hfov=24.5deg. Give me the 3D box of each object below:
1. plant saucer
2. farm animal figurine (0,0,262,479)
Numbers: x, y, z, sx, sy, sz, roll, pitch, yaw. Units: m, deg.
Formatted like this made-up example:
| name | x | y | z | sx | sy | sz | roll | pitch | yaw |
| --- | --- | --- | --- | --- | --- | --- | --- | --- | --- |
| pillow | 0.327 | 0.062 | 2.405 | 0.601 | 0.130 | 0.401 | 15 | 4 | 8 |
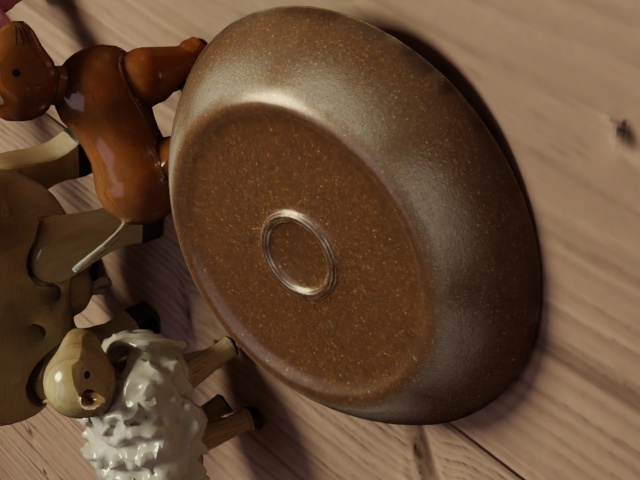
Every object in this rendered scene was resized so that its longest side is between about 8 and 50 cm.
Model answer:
| name | x | y | z | sx | sy | sz | roll | pitch | yaw |
| --- | --- | --- | --- | --- | --- | --- | --- | --- | --- |
| plant saucer | 0.000 | 0.000 | 0.629 | 0.199 | 0.036 | 0.198 | 22 | 128 | 32 |
| farm animal figurine | -0.197 | -0.025 | 0.818 | 0.330 | 0.172 | 0.326 | 29 | 135 | 45 |
